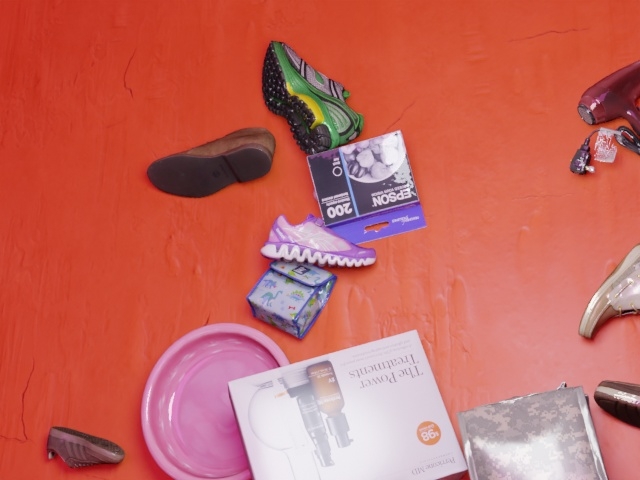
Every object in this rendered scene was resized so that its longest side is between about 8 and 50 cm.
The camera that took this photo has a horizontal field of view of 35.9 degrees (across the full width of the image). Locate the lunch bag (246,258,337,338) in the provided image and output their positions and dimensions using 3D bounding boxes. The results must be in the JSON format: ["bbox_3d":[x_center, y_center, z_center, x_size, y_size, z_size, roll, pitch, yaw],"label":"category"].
[{"bbox_3d":[-0.056,0.104,2.030,0.129,0.096,0.151,24,60,25],"label":"lunch bag"}]

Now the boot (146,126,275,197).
[{"bbox_3d":[-0.239,-0.178,2.207,0.305,0.112,0.115,-10,37,18],"label":"boot"}]

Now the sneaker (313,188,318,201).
[{"bbox_3d":[0.034,-0.138,2.103,0.134,0.070,0.051,-34,66,3],"label":"sneaker"}]

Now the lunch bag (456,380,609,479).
[{"bbox_3d":[0.381,0.408,1.730,0.235,0.169,0.287,-15,71,12],"label":"lunch bag"}]

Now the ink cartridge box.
[{"bbox_3d":[0.095,-0.101,2.037,0.206,0.045,0.208,-15,94,12],"label":"ink cartridge box"}]

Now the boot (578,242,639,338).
[{"bbox_3d":[0.594,0.127,1.822,0.165,0.077,0.213,37,81,24],"label":"boot"}]

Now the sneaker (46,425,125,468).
[{"bbox_3d":[-0.488,0.444,2.057,0.188,0.066,0.071,14,91,27],"label":"sneaker"}]

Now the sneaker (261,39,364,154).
[{"bbox_3d":[-0.026,-0.317,2.179,0.146,0.134,0.343,-13,52,-27],"label":"sneaker"}]

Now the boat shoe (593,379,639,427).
[{"bbox_3d":[0.620,0.290,1.752,0.257,0.095,0.095,19,62,17],"label":"boat shoe"}]

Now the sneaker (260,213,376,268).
[{"bbox_3d":[0.000,0.000,2.009,0.236,0.095,0.104,8,82,-5],"label":"sneaker"}]

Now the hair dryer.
[{"bbox_3d":[0.622,-0.237,1.970,0.223,0.080,0.293,13,79,5],"label":"hair dryer"}]

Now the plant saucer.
[{"bbox_3d":[-0.195,0.335,1.986,0.332,0.084,0.332,-6,68,14],"label":"plant saucer"}]

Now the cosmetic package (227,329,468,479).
[{"bbox_3d":[0.045,0.353,1.832,0.377,0.097,0.284,-15,68,-10],"label":"cosmetic package"}]
